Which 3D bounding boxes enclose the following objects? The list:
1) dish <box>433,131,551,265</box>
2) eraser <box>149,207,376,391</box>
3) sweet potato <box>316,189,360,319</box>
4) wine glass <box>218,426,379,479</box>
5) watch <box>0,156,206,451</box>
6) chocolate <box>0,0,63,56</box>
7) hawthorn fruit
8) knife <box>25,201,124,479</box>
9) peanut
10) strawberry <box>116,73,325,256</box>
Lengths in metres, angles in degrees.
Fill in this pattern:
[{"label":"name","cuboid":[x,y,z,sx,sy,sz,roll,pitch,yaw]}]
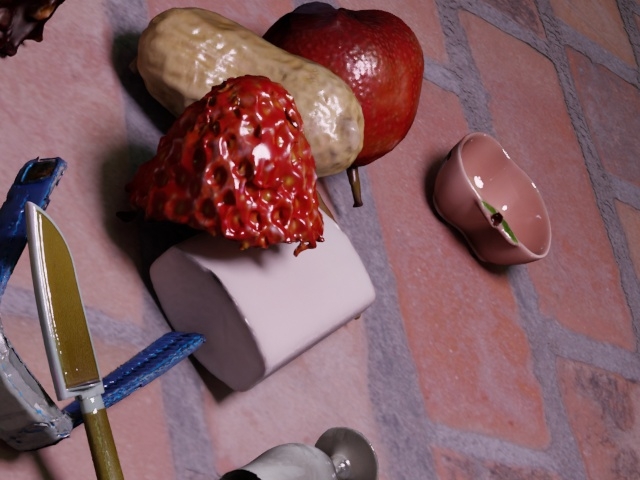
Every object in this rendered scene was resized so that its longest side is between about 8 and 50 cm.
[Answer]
[{"label":"dish","cuboid":[0.237,-0.049,2.294,0.213,0.090,0.213,36,35,-31]},{"label":"eraser","cuboid":[-0.060,0.051,1.807,0.174,0.095,0.270,53,33,5]},{"label":"sweet potato","cuboid":[0.002,-0.001,1.975,0.218,0.051,0.065,61,29,5]},{"label":"wine glass","cuboid":[-0.026,0.259,1.678,0.202,0.093,0.093,-7,68,-56]},{"label":"watch","cuboid":[-0.240,0.099,1.545,0.276,0.068,0.274,53,32,-29]},{"label":"chocolate","cuboid":[-0.340,-0.294,1.728,0.224,0.206,0.177,18,93,-33]},{"label":"hawthorn fruit","cuboid":[0.030,-0.175,2.034,0.230,0.210,0.266,-12,89,-63]},{"label":"knife","cuboid":[-0.220,0.129,1.459,0.061,0.027,0.343,-10,86,-59]},{"label":"peanut","cuboid":[-0.081,-0.172,1.890,0.291,0.143,0.159,25,-3,5]},{"label":"strawberry","cuboid":[-0.097,-0.096,1.742,0.234,0.234,0.178,-12,117,-56]}]
